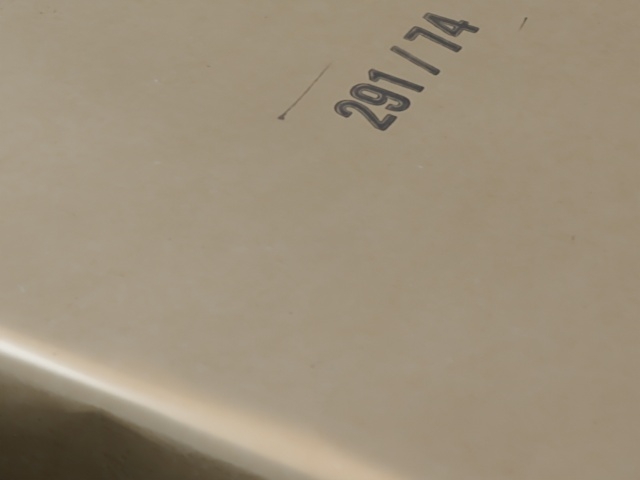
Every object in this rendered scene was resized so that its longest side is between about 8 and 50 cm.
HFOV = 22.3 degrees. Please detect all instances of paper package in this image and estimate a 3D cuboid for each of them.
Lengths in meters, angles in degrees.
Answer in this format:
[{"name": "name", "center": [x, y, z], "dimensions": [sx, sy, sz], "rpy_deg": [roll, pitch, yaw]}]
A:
[{"name": "paper package", "center": [0.000, 0.000, 0.514], "dimensions": [0.309, 0.168, 0.325], "rpy_deg": [19, 45, 17]}]
